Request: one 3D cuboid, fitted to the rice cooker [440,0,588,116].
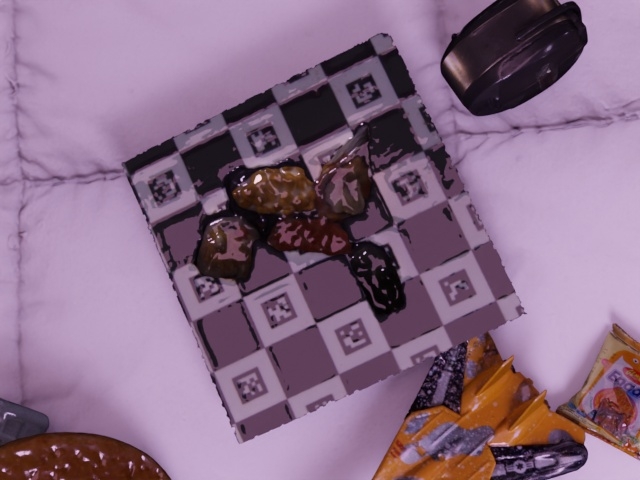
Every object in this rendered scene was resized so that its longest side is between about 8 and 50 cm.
[{"bbox_3d":[0.214,-0.212,1.656,0.165,0.112,0.106,-42,70,-1],"label":"rice cooker"}]

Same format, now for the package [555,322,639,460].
[{"bbox_3d":[0.329,0.167,1.607,0.108,0.031,0.121,33,85,13],"label":"package"}]

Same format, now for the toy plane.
[{"bbox_3d":[0.113,0.251,1.585,0.316,0.103,0.204,-42,75,-4],"label":"toy plane"}]

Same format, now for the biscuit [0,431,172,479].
[{"bbox_3d":[-0.287,0.389,1.587,0.314,0.063,0.367,3,83,-18],"label":"biscuit"}]

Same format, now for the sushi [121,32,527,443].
[{"bbox_3d":[0.000,0.000,1.673,0.343,0.064,0.359,-26,75,4],"label":"sushi"}]

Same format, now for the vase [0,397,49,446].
[{"bbox_3d":[-0.403,0.316,1.643,0.143,0.143,0.299,17,79,11],"label":"vase"}]
